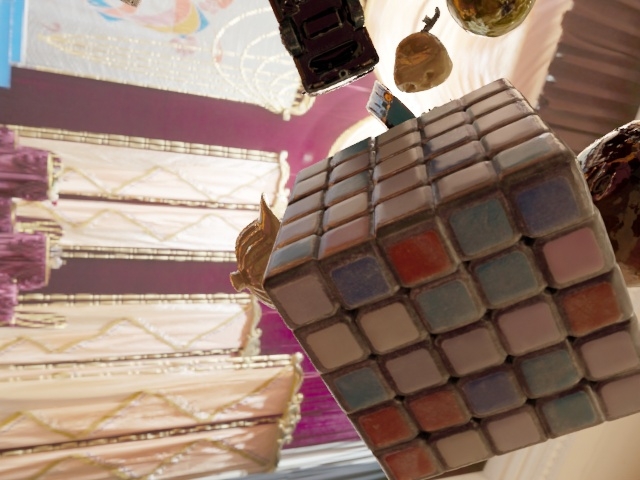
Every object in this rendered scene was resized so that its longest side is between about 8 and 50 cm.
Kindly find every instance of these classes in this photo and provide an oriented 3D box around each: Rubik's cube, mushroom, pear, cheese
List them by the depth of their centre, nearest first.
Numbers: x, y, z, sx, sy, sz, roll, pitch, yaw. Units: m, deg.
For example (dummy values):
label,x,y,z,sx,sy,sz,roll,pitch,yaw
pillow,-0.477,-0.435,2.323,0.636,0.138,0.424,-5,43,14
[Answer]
label,x,y,z,sx,sy,sz,roll,pitch,yaw
Rubik's cube,0.143,0.033,0.648,0.286,0.292,0.293,60,15,-22
mushroom,0.665,-0.085,1.187,0.334,0.357,0.330,105,-32,-49
pear,0.385,-0.569,1.333,0.269,0.213,0.212,-90,-160,-51
cheese,0.341,-0.612,2.041,0.218,0.117,0.235,-51,-132,1

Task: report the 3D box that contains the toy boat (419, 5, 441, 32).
label,x,y,z,sx,sy,sz,roll,pitch,yaw
toy boat,0.284,-0.575,1.545,0.083,0.038,0.038,-53,-137,51

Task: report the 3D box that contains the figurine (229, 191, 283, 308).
label,x,y,z,sx,sy,sz,roll,pitch,yaw
figurine,0.006,0.029,1.074,0.185,0.333,0.204,-156,-106,-65

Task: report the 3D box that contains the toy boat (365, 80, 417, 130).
label,x,y,z,sx,sy,sz,roll,pitch,yaw
toy boat,0.157,-0.302,1.349,0.079,0.136,0.392,-44,-166,12

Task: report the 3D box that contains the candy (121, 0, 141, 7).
label,x,y,z,sx,sy,sz,roll,pitch,yaw
candy,-0.354,-0.503,1.098,0.312,0.088,0.061,22,-90,63

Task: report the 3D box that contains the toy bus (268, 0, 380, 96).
label,x,y,z,sx,sy,sz,roll,pitch,yaw
toy bus,-0.019,-0.440,1.095,0.194,0.162,0.323,-84,150,-81
